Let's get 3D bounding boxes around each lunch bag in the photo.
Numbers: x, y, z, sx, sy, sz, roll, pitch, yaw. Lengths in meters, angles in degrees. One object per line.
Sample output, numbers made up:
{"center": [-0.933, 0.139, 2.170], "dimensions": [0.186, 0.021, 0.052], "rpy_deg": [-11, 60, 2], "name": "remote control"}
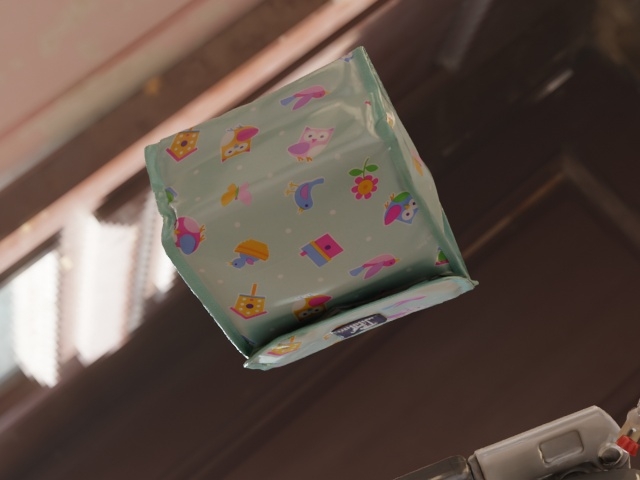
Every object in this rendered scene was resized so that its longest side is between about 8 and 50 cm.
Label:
{"center": [0.000, 0.000, 1.572], "dimensions": [0.160, 0.223, 0.262], "rpy_deg": [-106, -9, -47], "name": "lunch bag"}

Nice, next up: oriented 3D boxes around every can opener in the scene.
{"center": [0.098, 0.197, 1.296], "dimensions": [0.093, 0.280, 0.074], "rpy_deg": [-101, -9, -71], "name": "can opener"}

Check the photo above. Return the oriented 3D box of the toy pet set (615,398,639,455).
{"center": [0.258, 0.131, 1.176], "dimensions": [0.122, 0.065, 0.114], "rpy_deg": [33, -174, 3], "name": "toy pet set"}
